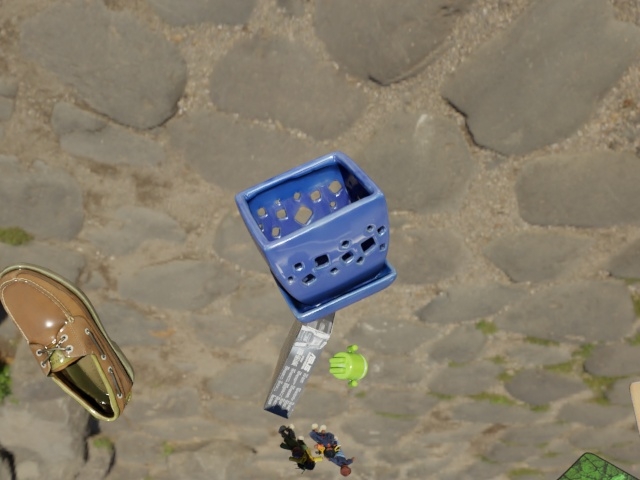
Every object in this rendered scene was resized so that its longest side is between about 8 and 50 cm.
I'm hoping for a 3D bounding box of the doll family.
[{"bbox_3d":[-0.006,0.468,1.641,0.192,0.111,0.076,2,112,-24],"label":"doll family"}]

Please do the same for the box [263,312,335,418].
[{"bbox_3d":[-0.044,0.266,1.909,0.076,0.242,0.308,22,121,-4],"label":"box"}]

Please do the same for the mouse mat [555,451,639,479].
[{"bbox_3d":[0.478,0.436,1.254,0.189,0.152,0.007,-22,126,-41],"label":"mouse mat"}]

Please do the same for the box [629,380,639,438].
[{"bbox_3d":[0.335,0.195,0.587,0.130,0.171,0.091,-19,132,25],"label":"box"}]

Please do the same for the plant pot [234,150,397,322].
[{"bbox_3d":[0.000,0.000,1.375,0.235,0.236,0.212,-24,121,-8],"label":"plant pot"}]

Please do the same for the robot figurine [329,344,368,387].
[{"bbox_3d":[0.070,0.306,1.805,0.067,0.101,0.115,-13,162,36],"label":"robot figurine"}]

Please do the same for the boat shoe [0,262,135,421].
[{"bbox_3d":[-0.410,0.169,1.211,0.110,0.104,0.307,-31,116,12],"label":"boat shoe"}]
